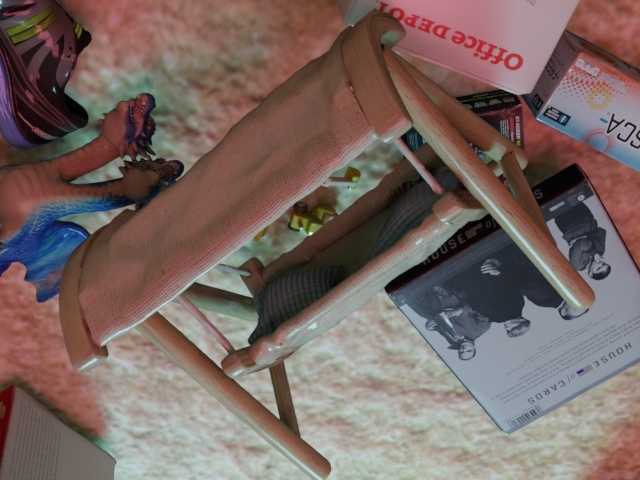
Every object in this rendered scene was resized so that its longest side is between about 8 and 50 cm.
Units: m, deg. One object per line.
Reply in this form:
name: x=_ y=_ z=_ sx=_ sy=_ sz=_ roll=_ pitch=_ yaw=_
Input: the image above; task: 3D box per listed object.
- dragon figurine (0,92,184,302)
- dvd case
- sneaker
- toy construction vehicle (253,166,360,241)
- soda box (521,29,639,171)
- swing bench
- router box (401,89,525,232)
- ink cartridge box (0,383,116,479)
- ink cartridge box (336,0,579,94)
dragon figurine: x=-0.223 y=-0.004 z=0.806 sx=0.289 sy=0.085 sz=0.144 roll=-38 pitch=161 yaw=33
dvd case: x=0.183 y=0.059 z=0.920 sx=0.179 sy=0.030 sz=0.239 roll=-31 pitch=132 yaw=11
sneaker: x=-0.202 y=-0.154 z=0.760 sx=0.078 sy=0.067 sz=0.188 roll=-12 pitch=125 yaw=-11
toy construction vehicle: x=-0.026 y=-0.033 z=0.863 sx=0.098 sy=0.035 sz=0.086 roll=15 pitch=117 yaw=-15
soda box: x=0.248 y=-0.093 z=0.848 sx=0.183 sy=0.058 sz=0.063 roll=24 pitch=115 yaw=-18
swing bench: x=0.000 y=0.000 z=0.734 sx=0.253 sy=0.165 sz=0.254 roll=-35 pitch=135 yaw=20
router box: x=0.114 y=-0.053 z=0.866 sx=0.092 sy=0.038 sz=0.122 roll=-9 pitch=121 yaw=-1
ink cartridge box: x=-0.305 y=0.315 z=0.857 sx=0.272 sy=0.309 sz=0.130 roll=-37 pitch=119 yaw=14
ink cartridge box: x=0.115 y=-0.222 z=0.740 sx=0.148 sy=0.086 sz=0.203 roll=18 pitch=117 yaw=-16
